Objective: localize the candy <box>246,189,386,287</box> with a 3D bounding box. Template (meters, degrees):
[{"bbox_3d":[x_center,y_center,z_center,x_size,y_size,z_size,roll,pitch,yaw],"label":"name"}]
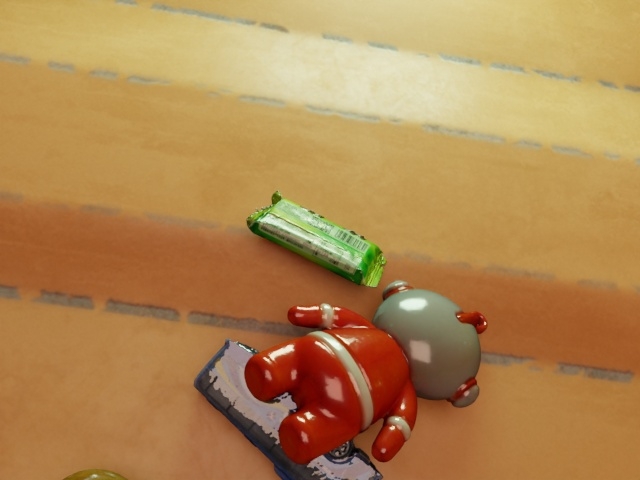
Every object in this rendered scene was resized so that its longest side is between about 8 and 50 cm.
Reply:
[{"bbox_3d":[0.000,0.001,0.906,0.178,0.032,0.102,27,29,4],"label":"candy"}]

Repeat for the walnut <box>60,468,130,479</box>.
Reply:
[{"bbox_3d":[-0.248,0.322,0.736,0.144,0.144,0.180,34,79,5],"label":"walnut"}]

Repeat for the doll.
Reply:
[{"bbox_3d":[0.077,0.137,0.829,0.336,0.105,0.200,-17,61,-36],"label":"doll"}]

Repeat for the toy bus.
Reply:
[{"bbox_3d":[-0.039,0.215,0.834,0.236,0.079,0.094,43,88,8],"label":"toy bus"}]
